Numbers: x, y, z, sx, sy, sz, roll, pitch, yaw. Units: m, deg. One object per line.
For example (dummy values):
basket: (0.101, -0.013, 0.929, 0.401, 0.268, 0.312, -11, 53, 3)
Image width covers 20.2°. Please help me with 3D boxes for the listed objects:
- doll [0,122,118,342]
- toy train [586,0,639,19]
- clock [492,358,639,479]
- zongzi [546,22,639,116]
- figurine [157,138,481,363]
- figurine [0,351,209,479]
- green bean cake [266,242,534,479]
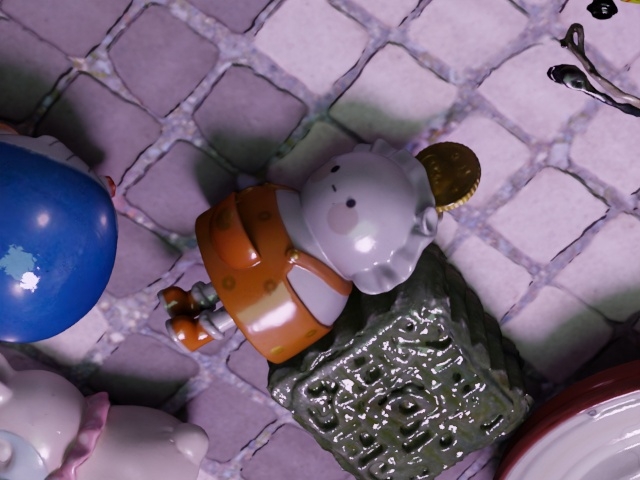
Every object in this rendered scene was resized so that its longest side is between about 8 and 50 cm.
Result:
doll: (-0.279, -0.020, 1.380, 0.256, 0.161, 0.215, 24, 133, 3)
toy train: (0.290, -0.216, 1.254, 0.296, 0.161, 0.100, 8, 164, -6)
clock: (0.299, 0.216, 1.529, 0.318, 0.080, 0.318, -4, 136, -4)
zongzi: (0.378, 0.026, 1.203, 0.181, 0.418, 0.447, -37, 147, 30)
figurine: (0.001, 0.006, 1.404, 0.271, 0.143, 0.143, -20, 121, -2)
figurine: (-0.228, 0.179, 1.513, 0.235, 0.127, 0.155, 24, 128, -10)
green bean cake: (0.064, 0.113, 1.490, 0.173, 0.094, 0.181, -32, 118, 16)
